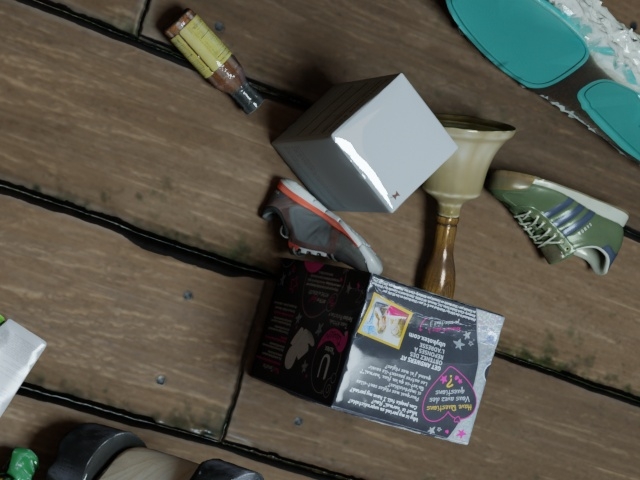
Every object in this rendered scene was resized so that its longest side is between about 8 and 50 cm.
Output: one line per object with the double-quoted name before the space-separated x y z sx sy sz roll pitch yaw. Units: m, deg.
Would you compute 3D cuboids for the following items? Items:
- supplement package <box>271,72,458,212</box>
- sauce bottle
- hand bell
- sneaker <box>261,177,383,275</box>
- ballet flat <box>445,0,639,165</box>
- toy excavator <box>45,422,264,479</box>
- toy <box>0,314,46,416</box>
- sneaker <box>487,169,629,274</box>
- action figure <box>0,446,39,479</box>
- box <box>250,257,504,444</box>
"supplement package" 0.044 -0.101 1.564 0.105 0.179 0.105 -43 107 -15
"sauce bottle" -0.112 -0.188 1.573 0.042 0.042 0.128 -46 109 -15
"hand bell" 0.141 -0.015 1.661 0.126 0.126 0.242 2 102 -22
"sneaker" 0.000 0.000 1.592 0.158 0.061 0.065 40 91 26
"ballet flat" 0.306 -0.220 1.713 0.409 0.147 0.147 36 78 -22
"toy excavator" -0.177 0.474 1.472 0.433 0.222 0.445 -53 136 -33
"toy" -0.394 0.165 1.463 0.137 0.056 0.237 36 74 -15
"sneaker" 0.274 -0.016 1.721 0.192 0.064 0.086 18 80 -25
"action figure" -0.352 0.306 1.463 0.063 0.137 0.232 36 70 -6
"box" 0.053 0.113 1.538 0.163 0.247 0.142 18 87 -22
